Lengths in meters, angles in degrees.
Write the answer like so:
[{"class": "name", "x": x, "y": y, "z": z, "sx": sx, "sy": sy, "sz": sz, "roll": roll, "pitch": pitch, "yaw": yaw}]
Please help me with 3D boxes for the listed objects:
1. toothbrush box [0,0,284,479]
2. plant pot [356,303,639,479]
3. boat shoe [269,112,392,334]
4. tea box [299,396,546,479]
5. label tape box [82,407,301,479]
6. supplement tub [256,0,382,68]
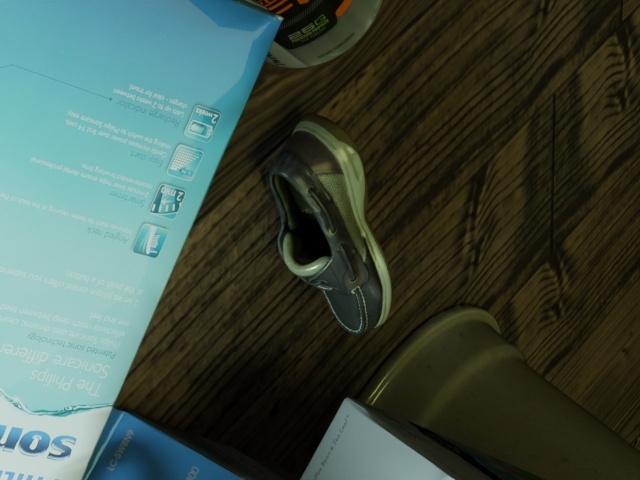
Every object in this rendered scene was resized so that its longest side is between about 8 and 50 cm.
[{"class": "toothbrush box", "x": -0.186, "y": -0.027, "z": 0.780, "sx": 0.216, "sy": 0.126, "sz": 0.295, "roll": 16, "pitch": 101, "yaw": -38}, {"class": "plant pot", "x": 0.205, "y": 0.280, "z": 1.572, "sx": 0.334, "sy": 0.305, "sz": 0.334, "roll": -39, "pitch": 145, "yaw": -35}, {"class": "boat shoe", "x": 0.001, "y": 0.000, "z": 1.234, "sx": 0.073, "sy": 0.080, "sz": 0.223, "roll": -39, "pitch": 140, "yaw": -25}, {"class": "tea box", "x": 0.104, "y": 0.352, "z": 1.255, "sx": 0.323, "sy": 0.220, "sz": 0.329, "roll": 26, "pitch": 94, "yaw": -44}, {"class": "label tape box", "x": -0.133, "y": 0.276, "z": 1.232, "sx": 0.240, "sy": 0.106, "sz": 0.334, "roll": -60, "pitch": 152, "yaw": -2}, {"class": "supplement tub", "x": -0.044, "y": -0.188, "z": 0.943, "sx": 0.117, "sy": 0.117, "sz": 0.190, "roll": -61, "pitch": 152, "yaw": 0}]
